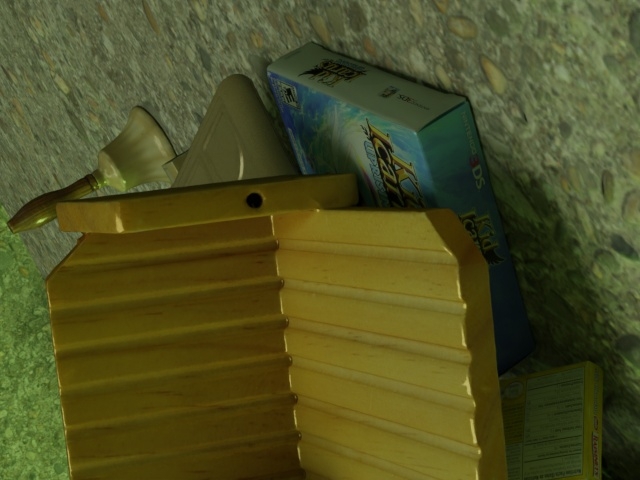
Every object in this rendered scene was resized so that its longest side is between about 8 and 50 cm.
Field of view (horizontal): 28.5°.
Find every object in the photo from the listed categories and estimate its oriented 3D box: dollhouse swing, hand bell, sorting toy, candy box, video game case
[{"bbox_3d":[-0.051,0.130,1.051,0.305,0.315,0.347,-161,65,-74],"label":"dollhouse swing"},{"bbox_3d":[-0.328,-0.076,1.763,0.126,0.242,0.126,47,158,26],"label":"hand bell"},{"bbox_3d":[-0.064,0.011,1.310,0.229,0.041,0.307,-53,56,46],"label":"sorting toy"},{"bbox_3d":[0.154,0.174,1.097,0.027,0.105,0.206,27,148,-37],"label":"candy box"},{"bbox_3d":[0.070,-0.030,1.156,0.244,0.061,0.269,29,146,52],"label":"video game case"}]

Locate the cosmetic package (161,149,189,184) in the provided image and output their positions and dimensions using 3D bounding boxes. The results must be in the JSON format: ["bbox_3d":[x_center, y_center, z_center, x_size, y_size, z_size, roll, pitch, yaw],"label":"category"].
[{"bbox_3d":[-0.162,-0.064,1.687,0.115,0.041,0.060,60,161,-7],"label":"cosmetic package"}]

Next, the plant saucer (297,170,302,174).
[{"bbox_3d":[0.000,0.000,1.405,0.200,0.037,0.200,48,159,26],"label":"plant saucer"}]
